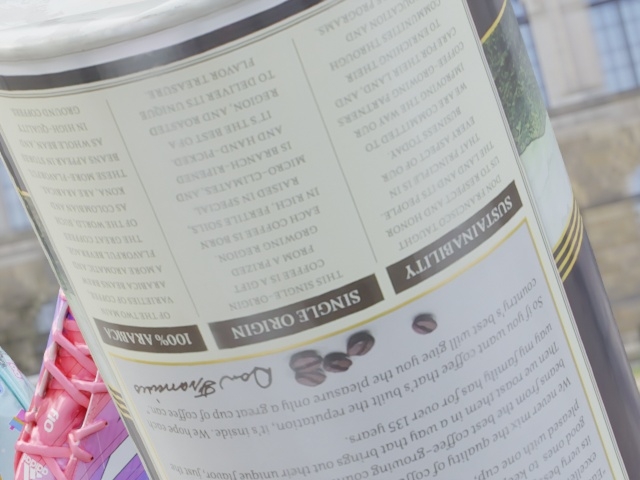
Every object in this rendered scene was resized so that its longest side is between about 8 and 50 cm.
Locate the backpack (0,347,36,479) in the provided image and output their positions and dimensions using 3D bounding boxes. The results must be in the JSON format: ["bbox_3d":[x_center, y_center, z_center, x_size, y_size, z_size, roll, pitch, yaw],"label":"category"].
[{"bbox_3d":[-0.297,0.137,1.464,0.166,0.188,0.144,-45,2,-5],"label":"backpack"}]

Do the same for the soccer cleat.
[{"bbox_3d":[-0.133,0.102,1.193,0.116,0.318,0.108,-17,31,-34],"label":"soccer cleat"}]

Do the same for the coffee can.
[{"bbox_3d":[0.000,0.000,0.756,0.201,0.275,0.201,-18,25,8],"label":"coffee can"}]
